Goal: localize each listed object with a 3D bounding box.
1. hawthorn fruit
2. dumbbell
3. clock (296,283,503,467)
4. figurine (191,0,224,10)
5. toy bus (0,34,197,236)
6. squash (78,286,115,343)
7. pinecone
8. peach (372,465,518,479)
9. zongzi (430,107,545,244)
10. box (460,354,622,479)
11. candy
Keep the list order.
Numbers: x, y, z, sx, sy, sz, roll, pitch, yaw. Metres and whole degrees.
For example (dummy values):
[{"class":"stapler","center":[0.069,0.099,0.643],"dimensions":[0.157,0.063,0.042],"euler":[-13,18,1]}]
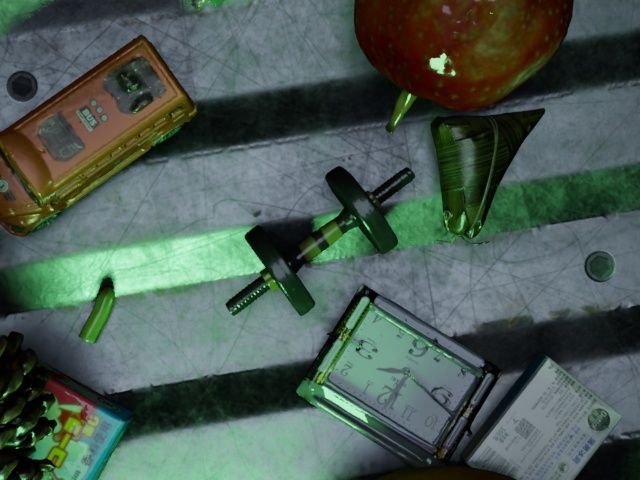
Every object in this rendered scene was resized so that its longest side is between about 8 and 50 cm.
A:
[{"class":"hawthorn fruit","center":[0.178,-0.292,1.685],"dimensions":[0.287,0.287,0.330],"euler":[32,103,0]},{"class":"dumbbell","center":[0.000,0.000,1.714],"dimensions":[0.325,0.143,0.143],"euler":[-36,89,-2]},{"class":"clock","center":[0.114,0.202,1.739],"dimensions":[0.253,0.083,0.186],"euler":[32,88,0]},{"class":"figurine","center":[-0.132,-0.416,1.766],"dimensions":[0.083,0.083,0.187],"euler":[44,97,1]},{"class":"toy bus","center":[-0.343,-0.146,1.708],"dimensions":[0.329,0.153,0.143],"euler":[-35,91,-2]},{"class":"squash","center":[-0.322,0.107,1.761],"dimensions":[0.027,0.027,0.083],"euler":[26,87,0]},{"class":"pinecone","center":[-0.459,0.239,1.559],"dimensions":[0.243,0.243,0.257],"euler":[-13,93,-2]},{"class":"peach","center":[0.173,0.452,1.622],"dimensions":[0.372,0.290,0.373],"euler":[1,100,5]},{"class":"zongzi","center":[0.256,-0.095,1.766],"dimensions":[0.184,0.084,0.187],"euler":[-8,99,-21]},{"class":"box","center":[0.316,0.281,1.745],"dimensions":[0.139,0.073,0.194],"euler":[39,87,0]},{"class":"candy","center":[-0.438,0.244,1.718],"dimensions":[0.305,0.100,0.157],"euler":[29,88,1]}]
